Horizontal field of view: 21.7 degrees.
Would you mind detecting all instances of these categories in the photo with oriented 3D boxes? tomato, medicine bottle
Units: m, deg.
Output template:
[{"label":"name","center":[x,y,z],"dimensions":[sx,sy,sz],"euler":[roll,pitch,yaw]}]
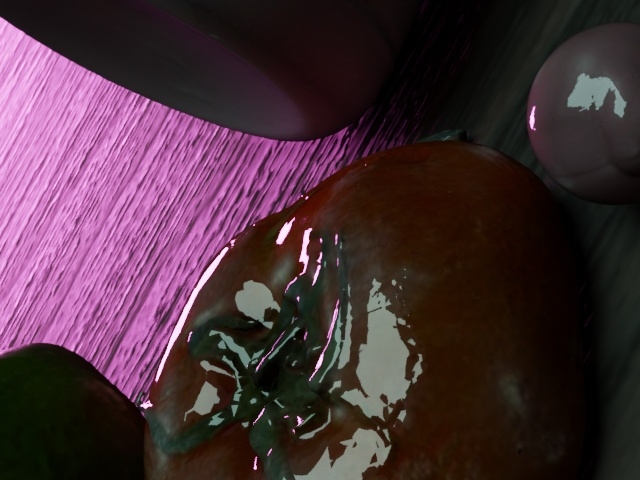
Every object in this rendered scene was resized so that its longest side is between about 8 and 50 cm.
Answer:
[{"label":"tomato","center":[0.004,0.060,0.662],"dimensions":[0.236,0.095,0.237],"euler":[-39,35,34]},{"label":"medicine bottle","center":[-0.031,-0.230,0.828],"dimensions":[0.245,0.245,0.306],"euler":[8,71,61]}]

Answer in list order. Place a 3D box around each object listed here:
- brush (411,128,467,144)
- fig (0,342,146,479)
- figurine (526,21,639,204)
[{"label":"brush","center":[0.000,0.000,0.803],"dimensions":[0.196,0.021,0.070],"euler":[-39,37,35]},{"label":"fig","center":[-0.139,0.173,0.747],"dimensions":[0.203,0.203,0.235],"euler":[-36,77,38]},{"label":"figurine","center":[0.110,-0.047,0.616],"dimensions":[0.071,0.067,0.083],"euler":[-48,7,-20]}]
